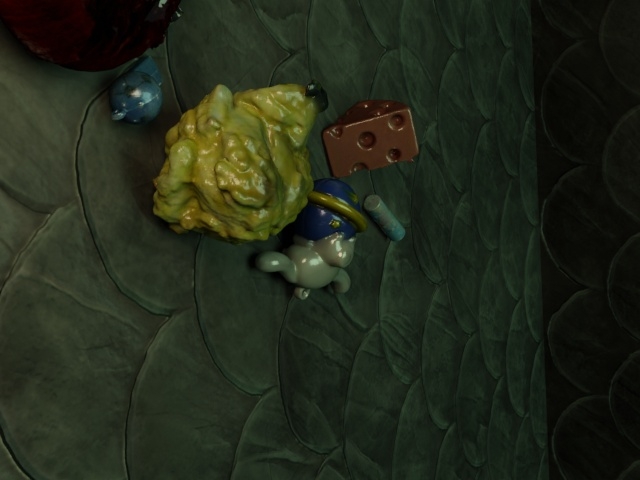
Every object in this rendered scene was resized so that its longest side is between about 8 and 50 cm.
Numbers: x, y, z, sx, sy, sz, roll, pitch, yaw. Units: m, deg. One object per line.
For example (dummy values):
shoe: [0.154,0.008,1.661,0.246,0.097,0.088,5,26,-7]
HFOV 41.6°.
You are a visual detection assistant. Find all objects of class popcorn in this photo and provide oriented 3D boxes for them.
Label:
popcorn: [-0.147,-0.121,1.395,0.293,0.237,0.292,-18,111,-58]

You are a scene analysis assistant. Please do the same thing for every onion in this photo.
onion: [-0.299,-0.373,1.117,0.314,0.232,0.313,-28,128,-42]

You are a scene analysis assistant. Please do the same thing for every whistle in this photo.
whistle: [-0.279,-0.233,1.321,0.158,0.090,0.090,-57,136,-40]

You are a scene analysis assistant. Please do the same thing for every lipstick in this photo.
lipstick: [0.158,-0.054,2.068,0.158,0.048,0.048,46,54,-49]

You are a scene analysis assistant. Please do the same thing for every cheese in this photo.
cheese: [0.113,-0.242,1.938,0.177,0.203,0.128,-93,166,-67]

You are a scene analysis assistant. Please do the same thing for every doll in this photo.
doll: [0.024,0.008,1.751,0.311,0.160,0.242,44,54,-54]

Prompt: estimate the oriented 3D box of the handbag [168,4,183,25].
handbag: [-0.300,-0.356,1.309,0.139,0.072,0.115,-54,135,-24]
